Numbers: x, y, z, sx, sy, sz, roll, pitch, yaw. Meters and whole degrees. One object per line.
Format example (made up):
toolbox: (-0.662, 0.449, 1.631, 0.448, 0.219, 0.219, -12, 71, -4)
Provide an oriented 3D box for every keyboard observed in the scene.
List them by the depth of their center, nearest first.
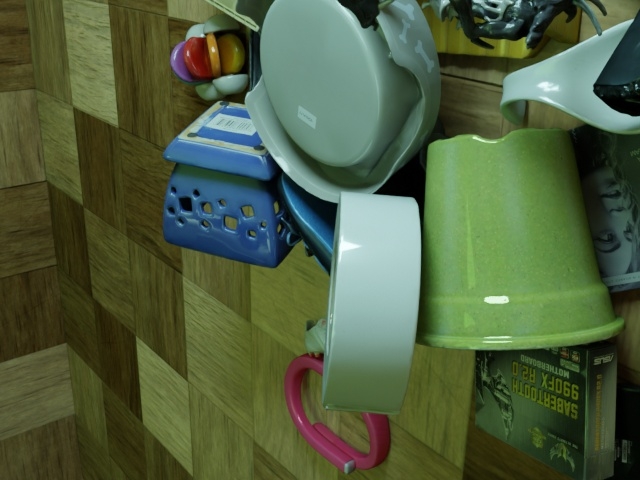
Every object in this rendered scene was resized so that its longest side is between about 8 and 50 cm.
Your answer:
keyboard: (0.407, 0.279, 1.063, 0.100, 0.038, 0.192, 4, 107, 29)

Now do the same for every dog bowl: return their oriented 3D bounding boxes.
dog bowl: (0.021, -0.230, 1.070, 0.349, 0.102, 0.349, 34, 137, 38)

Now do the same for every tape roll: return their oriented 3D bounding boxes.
tape roll: (0.062, 0.081, 1.009, 0.286, 0.100, 0.286, -175, 90, -89)

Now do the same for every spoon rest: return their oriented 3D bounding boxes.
spoon rest: (0.321, -0.187, 0.933, 0.276, 0.084, 0.137, 0, 82, 55)

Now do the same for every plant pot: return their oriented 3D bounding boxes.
plant pot: (0.237, -0.009, 0.993, 0.276, 0.276, 0.254, -2, 92, 54)
plant pot: (-0.140, -0.115, 1.388, 0.236, 0.236, 0.212, 13, 127, 17)

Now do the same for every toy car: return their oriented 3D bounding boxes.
toy car: (-0.239, -0.371, 1.591, 0.182, 0.136, 0.159, -1, 103, 54)

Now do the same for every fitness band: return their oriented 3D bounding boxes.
fitness band: (0.026, 0.348, 1.578, 0.291, 0.054, 0.209, 26, 123, 45)

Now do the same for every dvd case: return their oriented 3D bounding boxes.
dvd case: (0.391, -0.051, 0.959, 0.164, 0.018, 0.221, -19, 88, 55)

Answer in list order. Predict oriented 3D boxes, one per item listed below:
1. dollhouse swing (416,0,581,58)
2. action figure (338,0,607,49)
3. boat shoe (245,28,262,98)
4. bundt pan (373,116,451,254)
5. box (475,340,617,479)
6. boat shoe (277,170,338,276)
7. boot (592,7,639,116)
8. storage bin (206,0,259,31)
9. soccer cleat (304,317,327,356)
dollhouse swing: (0.103, -0.386, 0.979, 0.347, 0.305, 0.315, 21, 119, 48)
action figure: (0.158, -0.280, 0.801, 0.276, 0.164, 0.141, 11, 141, 18)
boat shoe: (-0.095, -0.259, 1.467, 0.108, 0.102, 0.301, 29, 125, 45)
bundt pan: (0.106, -0.087, 1.242, 0.331, 0.124, 0.331, 23, 120, 47)
box: (0.308, 0.209, 1.090, 0.231, 0.056, 0.183, 17, 110, 62)
boat shoe: (0.000, 0.000, 1.226, 0.258, 0.109, 0.089, 60, 146, 22)
boot: (0.342, -0.247, 0.822, 0.246, 0.094, 0.207, 34, 101, 35)
storage bin: (-0.116, -0.539, 1.375, 0.260, 0.123, 0.262, 40, 133, 39)
soccer cleat: (0.023, 0.189, 1.513, 0.196, 0.068, 0.076, -12, 90, 58)
